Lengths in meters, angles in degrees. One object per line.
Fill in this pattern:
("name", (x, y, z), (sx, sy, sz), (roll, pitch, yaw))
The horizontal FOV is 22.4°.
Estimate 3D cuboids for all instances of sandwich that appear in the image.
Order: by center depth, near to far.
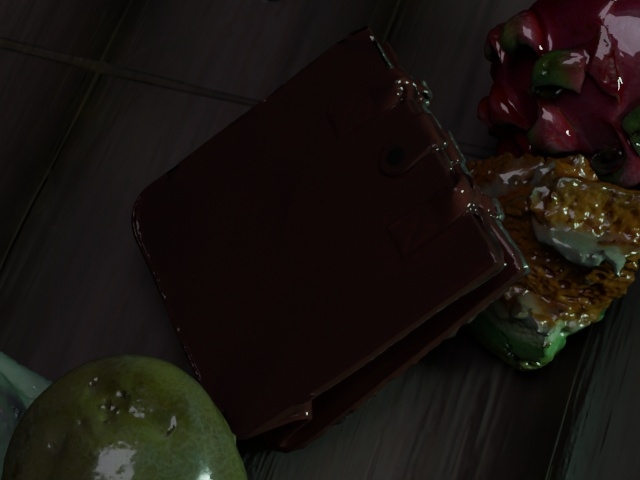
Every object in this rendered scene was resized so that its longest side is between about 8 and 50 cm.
("sandwich", (0.157, -0.004, 1.283), (0.185, 0.160, 0.109), (40, 52, 17))

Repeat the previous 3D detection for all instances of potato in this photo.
("potato", (-0.146, 0.202, 1.198), (0.178, 0.160, 0.235), (12, 86, 28))

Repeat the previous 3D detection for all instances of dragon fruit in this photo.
("dragon fruit", (0.269, -0.136, 1.329), (0.273, 0.198, 0.218), (14, 48, 8))

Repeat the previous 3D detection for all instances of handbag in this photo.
("handbag", (-0.001, 0.000, 1.280), (0.275, 0.084, 0.260), (-37, 58, 18))

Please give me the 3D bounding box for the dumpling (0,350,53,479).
("dumpling", (-0.271, 0.150, 1.270), (0.149, 0.105, 0.216), (-26, 60, -8))
